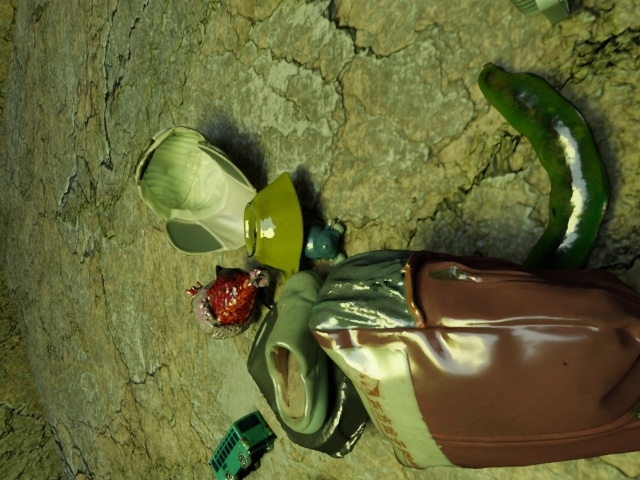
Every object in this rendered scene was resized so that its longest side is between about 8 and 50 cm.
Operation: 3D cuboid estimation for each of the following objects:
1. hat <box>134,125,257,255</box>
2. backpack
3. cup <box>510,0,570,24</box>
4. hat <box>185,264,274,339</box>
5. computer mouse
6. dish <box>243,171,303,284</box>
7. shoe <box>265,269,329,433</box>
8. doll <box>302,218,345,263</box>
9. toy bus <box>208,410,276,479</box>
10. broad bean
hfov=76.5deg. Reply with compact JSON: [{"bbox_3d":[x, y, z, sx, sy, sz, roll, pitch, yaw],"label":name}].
[{"bbox_3d":[-0.234,-0.105,0.826,0.275,0.161,0.232,33,116,7],"label":"hat"},{"bbox_3d":[0.180,0.119,0.434,0.317,0.197,0.283,-15,124,32],"label":"backpack"},{"bbox_3d":[0.224,-0.286,0.409,0.095,0.129,0.128,-15,85,42],"label":"cup"},{"bbox_3d":[-0.159,0.095,0.769,0.140,0.128,0.227,57,135,9],"label":"hat"},{"bbox_3d":[-0.018,0.230,0.704,0.295,0.087,0.168,32,98,47],"label":"computer mouse"},{"bbox_3d":[-0.092,-0.016,0.716,0.148,0.080,0.208,-152,61,-63],"label":"dish"},{"bbox_3d":[-0.044,0.159,0.623,0.103,0.100,0.251,-27,55,36],"label":"shoe"},{"bbox_3d":[0.000,0.000,0.691,0.083,0.050,0.077,5,94,42],"label":"doll"},{"bbox_3d":[-0.171,0.449,0.867,0.092,0.079,0.160,45,121,27],"label":"toy bus"},{"bbox_3d":[0.246,-0.068,0.467,0.144,0.049,0.292,3,98,45],"label":"broad bean"}]
